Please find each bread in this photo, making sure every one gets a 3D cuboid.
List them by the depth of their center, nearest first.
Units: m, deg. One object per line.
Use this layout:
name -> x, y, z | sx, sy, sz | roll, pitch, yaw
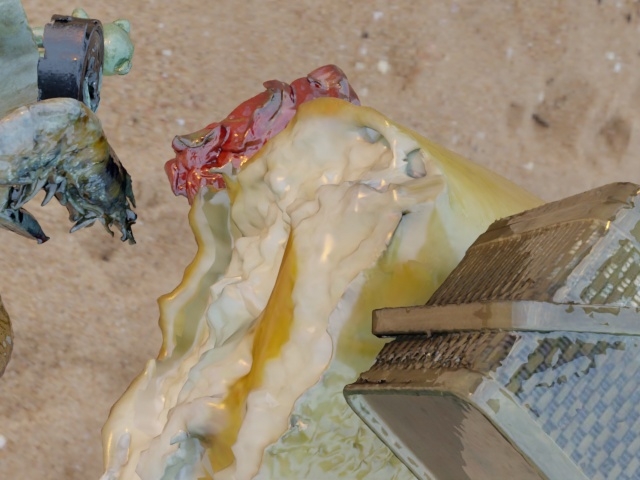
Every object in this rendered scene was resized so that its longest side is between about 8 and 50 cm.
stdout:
bread -> 0.046, 0.106, 0.906 | 0.394, 0.250, 0.361 | 20, 102, -44

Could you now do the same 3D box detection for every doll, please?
doll -> -0.337, -0.268, 1.702 | 0.150, 0.077, 0.115 | 1, 67, -10

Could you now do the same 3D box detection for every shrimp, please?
shrimp -> -0.157, -0.032, 0.722 | 0.091, 0.034, 0.161 | -30, 153, -1

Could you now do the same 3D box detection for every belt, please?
belt -> -0.273, -0.183, 1.338 | 0.140, 0.058, 0.105 | 102, 0, -47

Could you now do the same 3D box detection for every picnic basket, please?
picnic basket -> 0.155, 0.109, 0.625 | 0.266, 0.165, 0.139 | 46, 70, -9

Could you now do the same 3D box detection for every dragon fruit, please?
dragon fruit -> -0.058, -0.126, 1.941 | 0.329, 0.286, 0.228 | 3, 129, -29

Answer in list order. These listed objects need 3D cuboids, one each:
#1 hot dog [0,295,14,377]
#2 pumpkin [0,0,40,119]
hot dog -> -0.385, 0.040, 1.223 | 0.122, 0.196, 0.272 | 0, 139, -5
pumpkin -> -0.496, -0.268, 1.453 | 0.199, 0.332, 0.332 | -30, 120, -19
